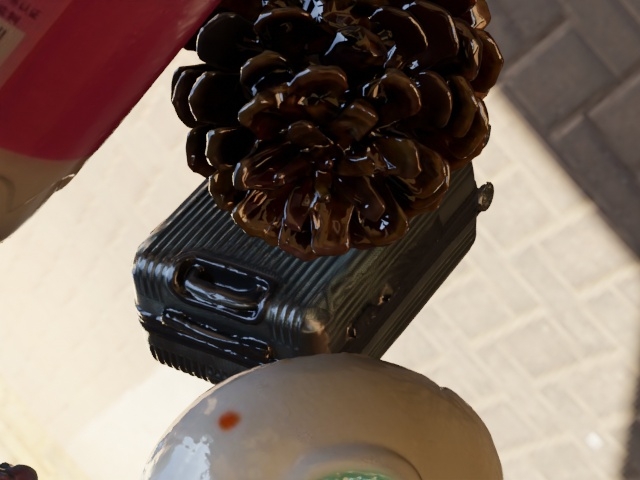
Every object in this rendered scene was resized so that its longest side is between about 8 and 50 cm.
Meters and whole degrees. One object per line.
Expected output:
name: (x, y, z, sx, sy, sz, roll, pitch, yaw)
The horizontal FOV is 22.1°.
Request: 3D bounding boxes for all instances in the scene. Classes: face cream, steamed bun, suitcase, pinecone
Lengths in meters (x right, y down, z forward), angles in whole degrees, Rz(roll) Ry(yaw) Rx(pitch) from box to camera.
face cream: (-0.155, -0.118, 0.769, 0.175, 0.195, 0.175, 36, -155, -19)
steamed bun: (0.010, 0.156, 0.904, 0.228, 0.177, 0.130, 19, -157, -44)
suitcase: (0.000, 0.000, 1.356, 0.202, 0.312, 0.128, 17, 134, 27)
pinecone: (0.005, -0.110, 1.145, 0.246, 0.246, 0.292, 58, -161, -23)

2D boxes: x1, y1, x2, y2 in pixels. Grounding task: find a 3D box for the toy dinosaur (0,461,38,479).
toy dinosaur: (-0.162, 0.051, 0.391, 0.197, 0.045, 0.080, 8, -169, -35)
